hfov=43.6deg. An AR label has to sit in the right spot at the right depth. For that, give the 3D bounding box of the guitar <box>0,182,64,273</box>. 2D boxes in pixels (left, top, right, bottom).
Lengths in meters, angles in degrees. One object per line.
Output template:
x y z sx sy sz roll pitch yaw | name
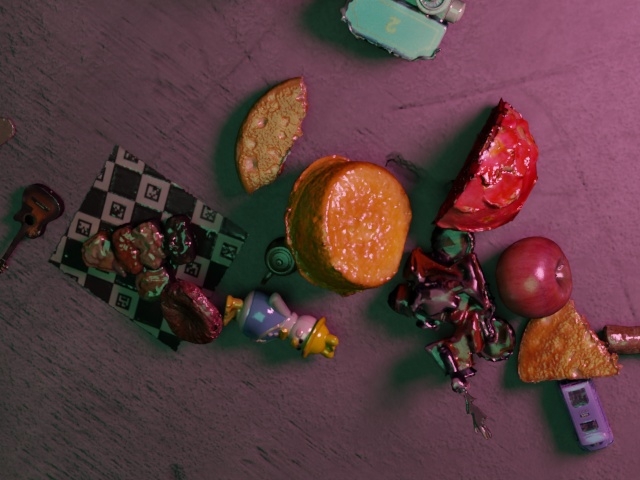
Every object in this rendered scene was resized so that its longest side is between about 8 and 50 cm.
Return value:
-0.630 -0.017 1.696 0.088 0.025 0.233 38 108 -1 | guitar

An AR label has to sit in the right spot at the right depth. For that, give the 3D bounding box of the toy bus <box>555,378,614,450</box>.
0.516 0.340 1.555 0.073 0.076 0.167 -21 99 15 | toy bus

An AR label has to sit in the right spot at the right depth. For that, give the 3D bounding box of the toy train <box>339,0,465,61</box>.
0.146 -0.414 1.419 0.203 0.112 0.163 27 113 3 | toy train

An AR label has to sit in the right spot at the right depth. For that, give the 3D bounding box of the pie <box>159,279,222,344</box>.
-0.265 0.147 1.608 0.154 0.038 0.153 16 132 19 | pie

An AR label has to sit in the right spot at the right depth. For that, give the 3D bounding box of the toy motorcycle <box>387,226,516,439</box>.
0.257 0.171 1.517 0.207 0.134 0.401 -24 85 15 | toy motorcycle

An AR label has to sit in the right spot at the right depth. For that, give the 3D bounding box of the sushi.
-0.366 0.027 1.637 0.339 0.069 0.320 36 107 0 | sushi

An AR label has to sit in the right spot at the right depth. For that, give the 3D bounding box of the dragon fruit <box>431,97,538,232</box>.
0.317 -0.121 1.431 0.189 0.163 0.261 25 90 -30 | dragon fruit

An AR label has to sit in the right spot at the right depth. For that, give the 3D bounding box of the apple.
0.389 0.070 1.475 0.120 0.153 0.153 -10 103 38 | apple

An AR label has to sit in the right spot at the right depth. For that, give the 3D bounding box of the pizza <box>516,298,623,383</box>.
0.476 0.214 1.526 0.193 0.053 0.201 35 103 25 | pizza

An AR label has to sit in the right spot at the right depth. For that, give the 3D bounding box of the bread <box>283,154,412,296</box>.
0.050 -0.028 1.464 0.146 0.268 0.268 -5 107 54 | bread

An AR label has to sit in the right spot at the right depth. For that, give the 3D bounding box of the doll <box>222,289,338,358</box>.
-0.077 0.169 1.608 0.241 0.099 0.135 22 103 6 | doll

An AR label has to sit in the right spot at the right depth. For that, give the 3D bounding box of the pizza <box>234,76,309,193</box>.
-0.095 -0.203 1.538 0.127 0.058 0.246 17 104 7 | pizza

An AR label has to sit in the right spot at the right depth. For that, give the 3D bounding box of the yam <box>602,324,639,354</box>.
0.663 0.194 1.502 0.253 0.061 0.061 4 104 8 | yam

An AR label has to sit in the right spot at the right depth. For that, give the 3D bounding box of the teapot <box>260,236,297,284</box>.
-0.081 0.041 1.590 0.076 0.068 0.121 40 107 -1 | teapot

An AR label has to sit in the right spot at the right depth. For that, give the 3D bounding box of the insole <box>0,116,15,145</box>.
-0.722 -0.213 1.671 0.192 0.010 0.063 -12 101 13 | insole
